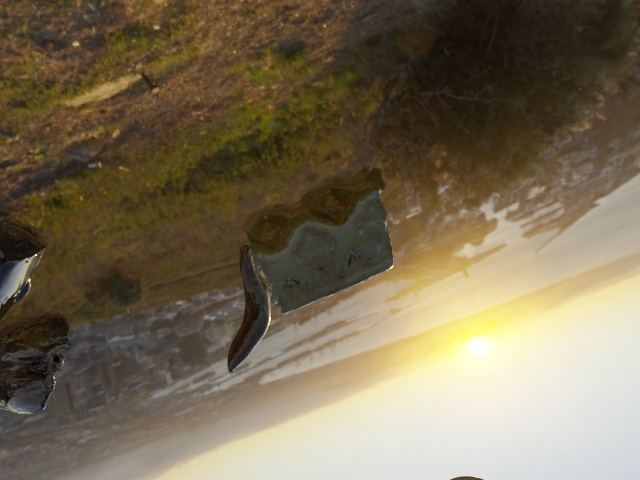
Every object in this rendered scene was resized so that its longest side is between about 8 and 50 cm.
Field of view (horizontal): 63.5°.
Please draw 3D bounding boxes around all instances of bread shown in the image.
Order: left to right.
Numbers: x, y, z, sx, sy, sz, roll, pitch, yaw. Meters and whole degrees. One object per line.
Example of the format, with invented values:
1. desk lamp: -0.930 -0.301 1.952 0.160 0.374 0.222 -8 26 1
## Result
1. bread: -0.001 0.000 0.937 0.252 0.196 0.239 -19 125 -9

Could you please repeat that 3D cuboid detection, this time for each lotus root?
1. lotus root: -0.509 0.183 0.831 0.329 0.167 0.078 -13 148 41

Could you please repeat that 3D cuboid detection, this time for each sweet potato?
1. sweet potato: -0.188 0.187 1.420 0.079 0.346 0.108 3 178 40

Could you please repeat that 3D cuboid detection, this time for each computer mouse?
1. computer mouse: -0.451 0.085 0.630 0.269 0.100 0.170 -40 -156 -8

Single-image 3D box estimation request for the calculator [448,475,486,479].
1. calculator: 0.294 0.610 1.005 0.184 0.295 0.042 -8 132 20
